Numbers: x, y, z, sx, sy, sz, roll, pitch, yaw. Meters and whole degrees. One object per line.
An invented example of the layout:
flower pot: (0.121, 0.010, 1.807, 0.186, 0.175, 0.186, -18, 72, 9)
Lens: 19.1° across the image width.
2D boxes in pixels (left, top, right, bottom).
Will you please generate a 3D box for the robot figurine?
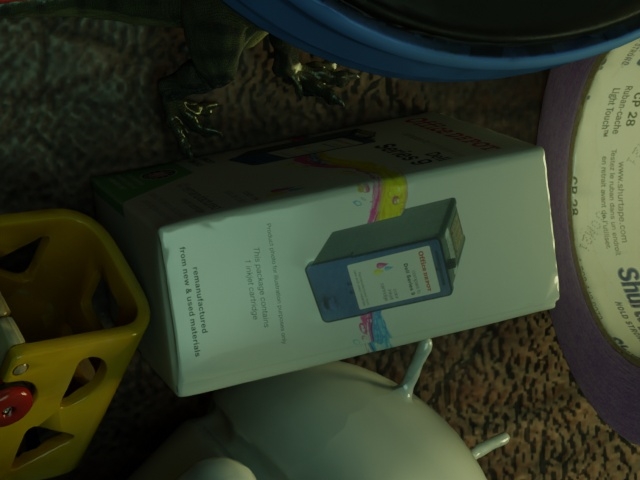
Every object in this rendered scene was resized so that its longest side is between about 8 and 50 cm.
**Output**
robot figurine: (-0.041, 0.206, 1.030, 0.353, 0.200, 0.300, -46, 153, -4)

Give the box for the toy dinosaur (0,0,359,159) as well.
toy dinosaur: (-0.046, -0.108, 1.006, 0.268, 0.064, 0.118, -5, 140, 13)

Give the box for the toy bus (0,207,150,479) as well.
toy bus: (-0.160, 0.078, 0.985, 0.104, 0.202, 0.191, -8, 98, -36)

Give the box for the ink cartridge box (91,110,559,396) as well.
ink cartridge box: (0.000, 0.000, 1.017, 0.212, 0.154, 0.093, -10, 105, -17)

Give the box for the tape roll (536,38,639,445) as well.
tape roll: (0.214, -0.026, 1.024, 0.090, 0.275, 0.275, 0, 104, -19)

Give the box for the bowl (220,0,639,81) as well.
bowl: (0.079, -0.262, 0.836, 0.391, 0.077, 0.391, -5, 104, -20)

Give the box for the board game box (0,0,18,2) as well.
board game box: (-0.190, -0.141, 0.916, 0.193, 0.147, 0.045, -8, 106, -18)
